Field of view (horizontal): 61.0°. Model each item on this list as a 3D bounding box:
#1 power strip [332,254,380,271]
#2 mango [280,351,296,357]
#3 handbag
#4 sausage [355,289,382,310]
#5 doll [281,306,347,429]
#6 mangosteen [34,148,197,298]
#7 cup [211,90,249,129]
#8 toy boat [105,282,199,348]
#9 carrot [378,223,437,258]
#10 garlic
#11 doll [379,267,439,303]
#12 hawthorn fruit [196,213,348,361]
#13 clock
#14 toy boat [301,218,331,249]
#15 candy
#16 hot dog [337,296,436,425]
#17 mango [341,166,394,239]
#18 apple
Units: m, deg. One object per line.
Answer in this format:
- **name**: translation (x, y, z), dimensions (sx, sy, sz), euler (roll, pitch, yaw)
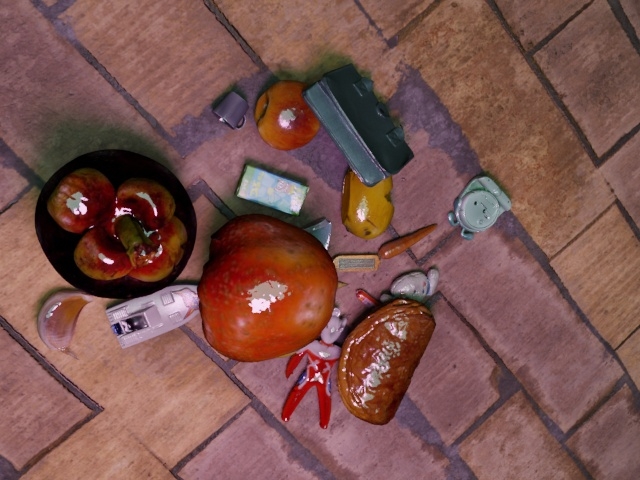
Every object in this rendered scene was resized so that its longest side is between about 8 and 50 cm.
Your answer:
- **power strip**: translation (0.095, 0.068, 1.657), dimensions (0.178, 0.028, 0.049), euler (-1, 100, -12)
- **mango**: translation (-0.146, 0.287, 1.616), dimensions (0.194, 0.092, 0.130), euler (-6, 103, -2)
- **handbag**: translation (0.116, -0.321, 1.482), dimensions (0.089, 0.238, 0.326), euler (-32, 97, 40)
- **sausage**: translation (0.157, 0.194, 1.690), dimensions (0.129, 0.034, 0.034), euler (38, 90, -15)
- **doll**: translation (-0.004, 0.386, 1.662), dimensions (0.188, 0.099, 0.384), euler (16, 100, -8)
- **mangosteen**: translation (-0.490, -0.028, 1.303), dimensions (0.382, 0.435, 0.382), euler (-2, 102, -9)
- **cup**: translation (-0.238, -0.352, 1.495), dimensions (0.077, 0.078, 0.100), euler (-52, 140, -4)
- **toy boat**: translation (-0.444, 0.194, 1.530), dimensions (0.295, 0.088, 0.129), euler (-21, 103, -8)
- **carrot**: translation (0.274, -0.001, 1.679), dimensions (0.216, 0.048, 0.048), euler (-26, 104, -11)
- **garlic**: translation (-0.706, 0.230, 1.485), dimensions (0.128, 0.090, 0.198), euler (12, 93, -26)
- **doll**: translation (0.280, 0.153, 1.692), dimensions (0.214, 0.071, 0.104), euler (-24, 116, -16)
- **hawthorn fruit**: translation (-0.120, 0.121, 1.431), dimensions (0.402, 0.403, 0.403), euler (-2, 100, -12)
- **clock**: translation (0.492, -0.095, 1.699), dimensions (0.148, 0.060, 0.188), euler (41, 90, -16)
- **toy boat**: translation (0.000, 0.001, 1.629), dimensions (0.096, 0.034, 0.122), euler (-24, 112, -7)
- **candy**: translation (-0.138, -0.143, 1.553), dimensions (0.194, 0.062, 0.097), euler (19, 96, -15)
- **hot dog**: translation (0.196, 0.347, 1.620), dimensions (0.267, 0.174, 0.388), euler (38, 77, -44)
- **mango**: translation (0.141, -0.134, 1.582), dimensions (0.167, 0.130, 0.262), euler (0, 94, -28)
- **apple**: translation (-0.083, -0.342, 1.495), dimensions (0.173, 0.160, 0.195), euler (13, 104, -36)
